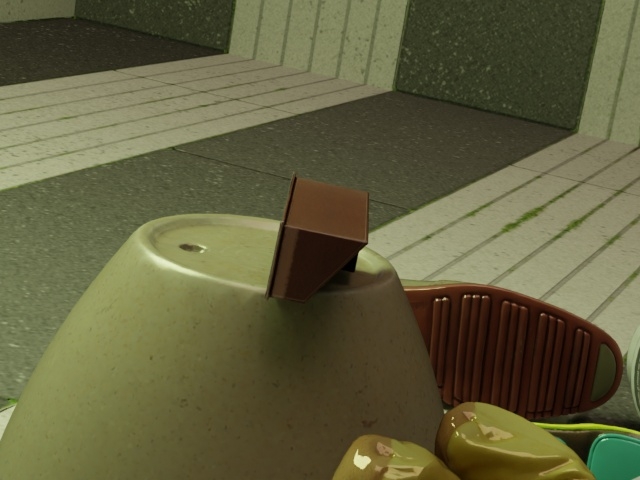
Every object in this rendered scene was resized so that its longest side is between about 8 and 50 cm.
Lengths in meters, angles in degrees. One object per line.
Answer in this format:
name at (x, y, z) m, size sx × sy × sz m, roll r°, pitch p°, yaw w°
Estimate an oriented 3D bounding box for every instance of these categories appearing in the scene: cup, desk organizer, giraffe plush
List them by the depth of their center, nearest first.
giraffe plush at (0.107, 0.206, 0.829) m, size 0.210 × 0.171 × 0.181 m, roll -1°, pitch 32°, yaw -17°
desk organizer at (0.000, 0.000, 0.891) m, size 0.050 × 0.047 × 0.130 m, roll 12°, pitch 15°, yaw -1°
cup at (-0.053, 0.118, 0.973) m, size 0.331 × 0.237 × 0.331 m, roll 9°, pitch 15°, yaw -2°

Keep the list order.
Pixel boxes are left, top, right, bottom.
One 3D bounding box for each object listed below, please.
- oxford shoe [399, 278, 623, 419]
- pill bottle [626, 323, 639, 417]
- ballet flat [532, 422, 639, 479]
oxford shoe at (0.112, 0.085, 1.434) m, size 0.348 × 0.123 × 0.130 m, roll 11°, pitch 9°, yaw 3°
pill bottle at (0.369, 0.124, 1.284) m, size 0.176 × 0.176 × 0.318 m, roll 8°, pitch 1°, yaw -5°
ballet flat at (0.213, 0.183, 1.228) m, size 0.231 × 0.077 × 0.077 m, roll 11°, pitch 1°, yaw 13°
